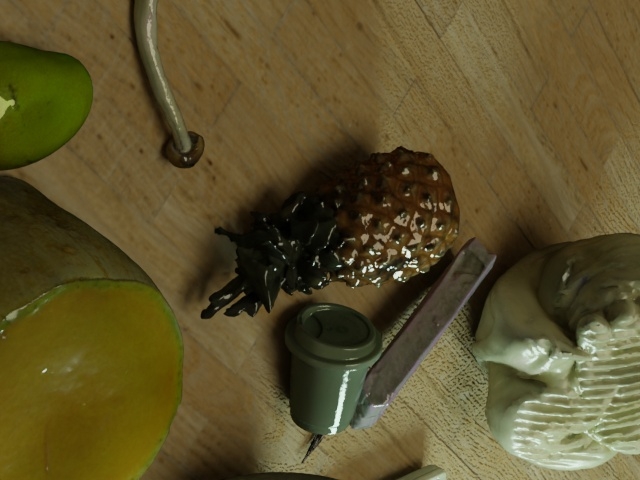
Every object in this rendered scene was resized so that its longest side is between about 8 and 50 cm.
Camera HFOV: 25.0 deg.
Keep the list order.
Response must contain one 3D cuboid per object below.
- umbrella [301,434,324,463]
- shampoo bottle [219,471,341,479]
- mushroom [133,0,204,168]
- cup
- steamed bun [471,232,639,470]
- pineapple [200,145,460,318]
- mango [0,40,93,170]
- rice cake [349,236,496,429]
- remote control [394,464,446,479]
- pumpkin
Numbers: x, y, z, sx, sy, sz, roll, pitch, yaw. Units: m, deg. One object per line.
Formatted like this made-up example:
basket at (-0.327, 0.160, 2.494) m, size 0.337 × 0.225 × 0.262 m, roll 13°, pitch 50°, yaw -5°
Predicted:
umbrella at (0.010, 0.238, 1.858) m, size 0.022 × 0.013 × 0.122 m, roll 47°, pitch 68°, yaw -42°
shampoo bottle at (-0.037, 0.428, 1.656) m, size 0.322 × 0.317 × 0.323 m, roll -21°, pitch 116°, yaw -54°
mushroom at (-0.154, -0.215, 1.455) m, size 0.068 × 0.043 × 0.306 m, roll -42°, pitch 135°, yaw -55°
cup at (0.007, 0.160, 1.751) m, size 0.120 × 0.120 × 0.141 m, roll -19°, pitch 131°, yaw -45°
steamed bun at (0.379, 0.143, 2.077) m, size 0.339 × 0.247 × 0.352 m, roll -16°, pitch 126°, yaw -3°
pineapple at (0.000, 0.000, 1.655) m, size 0.340 × 0.169 × 0.169 m, roll -19°, pitch 120°, yaw -32°
mango at (-0.277, -0.119, 1.303) m, size 0.163 × 0.089 × 0.117 m, roll 5°, pitch 102°, yaw -51°
rice cake at (0.133, 0.118, 1.884) m, size 0.298 × 0.050 × 0.106 m, roll -50°, pitch 173°, yaw -27°
remote control at (0.087, 0.378, 1.981) m, size 0.230 × 0.049 × 0.090 m, roll -14°, pitch 115°, yaw -46°
pumpkin at (-0.281, 0.117, 1.321) m, size 0.332 × 0.199 × 0.332 m, roll -19°, pitch 117°, yaw -42°
